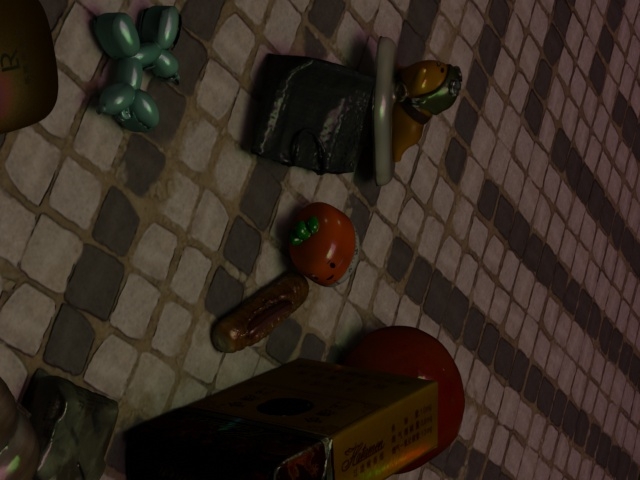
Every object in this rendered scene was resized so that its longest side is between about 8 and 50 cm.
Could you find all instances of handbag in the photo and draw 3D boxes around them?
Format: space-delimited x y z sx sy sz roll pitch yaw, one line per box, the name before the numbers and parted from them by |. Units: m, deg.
handbag | -0.011 -0.191 1.831 0.270 0.088 0.175 6 97 -55

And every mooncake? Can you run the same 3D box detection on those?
mooncake | -0.312 0.239 1.459 0.125 0.073 0.130 44 61 -52

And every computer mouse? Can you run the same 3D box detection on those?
computer mouse | -0.399 -0.185 1.286 0.310 0.072 0.158 -23 111 -51

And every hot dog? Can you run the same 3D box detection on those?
hot dog | -0.081 0.111 1.793 0.215 0.047 0.066 -32 122 -49

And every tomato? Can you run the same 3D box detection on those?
tomato | 0.145 0.267 2.021 0.260 0.180 0.260 -9 101 -57

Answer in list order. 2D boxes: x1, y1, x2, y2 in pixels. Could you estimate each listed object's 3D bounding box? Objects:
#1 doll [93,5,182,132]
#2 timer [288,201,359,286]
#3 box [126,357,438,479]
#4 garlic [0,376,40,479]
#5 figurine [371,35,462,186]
doll | -0.235 -0.217 1.520 0.159 0.059 0.158 -34 121 -50
timer | 0.000 0.000 1.843 0.136 0.099 0.136 54 24 -38
box | -0.042 0.284 1.684 0.415 0.264 0.116 -15 108 -53
garlic | -0.397 0.191 1.260 0.191 0.160 0.214 -54 138 -43
figurine | 0.162 -0.210 1.970 0.166 0.141 0.250 -70 161 -63
